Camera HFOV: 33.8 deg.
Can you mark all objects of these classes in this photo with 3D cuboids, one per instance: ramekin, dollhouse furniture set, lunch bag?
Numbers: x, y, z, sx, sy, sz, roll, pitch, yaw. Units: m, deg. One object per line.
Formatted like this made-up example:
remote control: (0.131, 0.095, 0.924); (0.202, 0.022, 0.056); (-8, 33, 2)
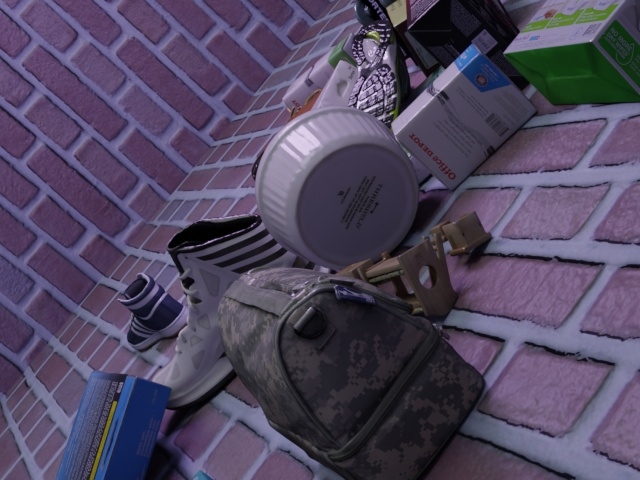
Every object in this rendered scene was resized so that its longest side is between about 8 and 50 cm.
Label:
ramekin: (0.037, -0.076, 1.722); (0.273, 0.273, 0.127); (-48, 29, 2)
dollhouse furniture set: (0.143, 0.048, 1.526); (0.161, 0.101, 0.182); (-29, 5, -31)
lunch bag: (0.012, 0.146, 1.290); (0.213, 0.256, 0.305); (-52, 18, -11)

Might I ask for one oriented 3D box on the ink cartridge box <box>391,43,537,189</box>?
ink cartridge box: (0.230, -0.200, 1.708); (0.190, 0.139, 0.082); (-43, 19, 16)

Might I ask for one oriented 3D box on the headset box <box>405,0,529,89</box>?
headset box: (0.263, -0.382, 1.894); (0.110, 0.218, 0.293); (-41, 19, 22)

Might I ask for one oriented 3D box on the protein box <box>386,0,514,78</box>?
protein box: (0.259, -0.454, 2.141); (0.201, 0.136, 0.200); (-32, 20, 11)

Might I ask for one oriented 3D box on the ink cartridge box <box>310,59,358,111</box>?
ink cartridge box: (0.010, -0.200, 2.172); (0.278, 0.117, 0.201); (-57, 8, 40)

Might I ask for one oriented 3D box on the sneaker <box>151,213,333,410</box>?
sneaker: (-0.213, 0.108, 1.923); (0.447, 0.257, 0.169); (-41, 18, 23)

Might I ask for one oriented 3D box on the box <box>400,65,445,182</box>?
box: (0.176, -0.195, 1.974); (0.232, 0.058, 0.322); (-42, 18, 19)

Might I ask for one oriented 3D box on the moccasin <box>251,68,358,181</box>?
moccasin: (-0.025, -0.253, 2.427); (0.380, 0.139, 0.147); (-51, 10, 33)

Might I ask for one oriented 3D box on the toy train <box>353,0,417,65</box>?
toy train: (0.169, -0.554, 2.350); (0.190, 0.334, 0.142); (-41, 9, -32)

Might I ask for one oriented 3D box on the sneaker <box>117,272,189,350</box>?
sneaker: (-0.421, 0.167, 2.482); (0.282, 0.153, 0.099); (-24, 29, 54)

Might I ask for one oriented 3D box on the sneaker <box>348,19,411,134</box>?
sneaker: (0.130, -0.290, 2.040); (0.111, 0.121, 0.300); (-17, 50, 29)

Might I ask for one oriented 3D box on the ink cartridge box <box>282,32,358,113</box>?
ink cartridge box: (0.043, -0.355, 2.474); (0.219, 0.160, 0.093); (-34, 21, 38)

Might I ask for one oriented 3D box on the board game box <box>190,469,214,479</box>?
board game box: (-0.178, 0.464, 1.361); (0.254, 0.079, 0.336); (-51, 17, -8)

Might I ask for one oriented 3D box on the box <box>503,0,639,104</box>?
box: (0.426, -0.324, 1.522); (0.231, 0.127, 0.262); (-50, 17, -7)

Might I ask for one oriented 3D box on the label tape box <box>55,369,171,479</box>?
label tape box: (-0.360, 0.362, 1.871); (0.333, 0.105, 0.241); (-10, 62, 64)
